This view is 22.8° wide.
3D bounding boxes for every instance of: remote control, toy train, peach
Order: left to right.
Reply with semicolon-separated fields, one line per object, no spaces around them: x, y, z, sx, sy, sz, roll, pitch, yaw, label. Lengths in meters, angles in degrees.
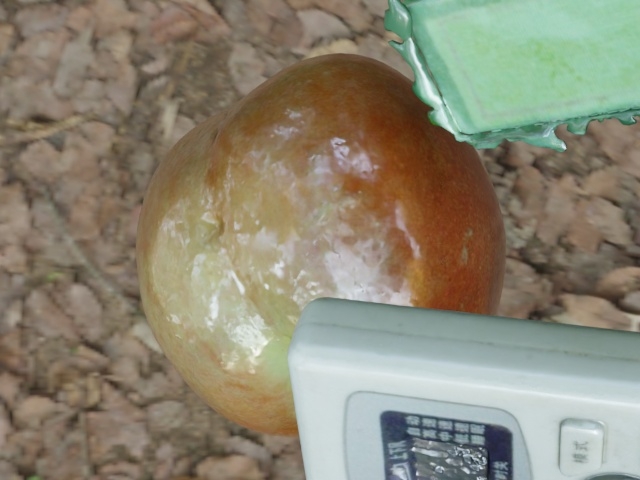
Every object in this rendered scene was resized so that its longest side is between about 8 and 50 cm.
0.000;0.000;1.055;0.252;0.252;0.252;-2;85;24;peach
0.139;-0.153;0.690;0.272;0.159;0.188;-7;118;49;toy train
0.088;0.060;0.400;0.190;0.087;0.029;6;46;13;remote control
